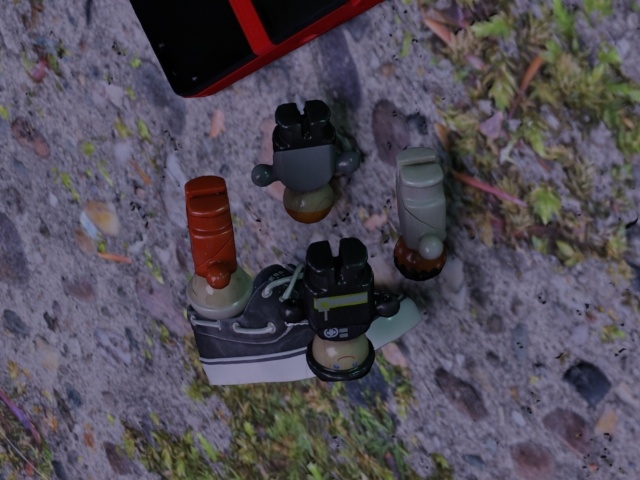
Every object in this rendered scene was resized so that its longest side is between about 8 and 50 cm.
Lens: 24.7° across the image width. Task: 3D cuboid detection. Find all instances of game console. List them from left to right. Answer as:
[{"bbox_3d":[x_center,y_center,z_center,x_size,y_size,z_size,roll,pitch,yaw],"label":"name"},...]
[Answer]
[{"bbox_3d":[-0.106,-0.348,1.324,0.342,0.060,0.386,-21,96,51],"label":"game console"}]

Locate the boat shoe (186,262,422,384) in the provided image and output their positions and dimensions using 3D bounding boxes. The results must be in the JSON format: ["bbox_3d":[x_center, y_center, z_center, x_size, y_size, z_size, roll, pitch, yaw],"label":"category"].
[{"bbox_3d":[-0.028,0.072,1.431,0.301,0.108,0.102,-13,104,52],"label":"boat shoe"}]

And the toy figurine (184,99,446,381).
[{"bbox_3d":[0.000,0.000,1.291,0.213,0.209,0.148,23,139,26],"label":"toy figurine"}]
